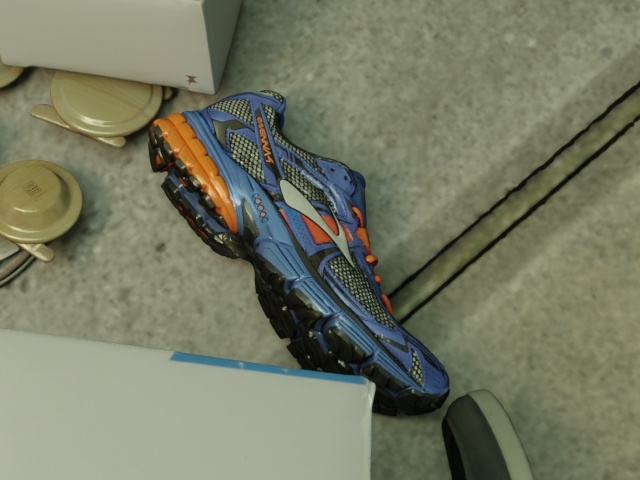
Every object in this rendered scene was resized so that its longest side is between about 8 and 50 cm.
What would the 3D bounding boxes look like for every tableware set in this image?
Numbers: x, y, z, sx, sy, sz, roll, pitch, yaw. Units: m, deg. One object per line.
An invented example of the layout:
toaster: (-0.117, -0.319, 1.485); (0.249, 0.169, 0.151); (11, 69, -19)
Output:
tableware set: (-0.177, -0.066, 0.922); (0.141, 0.020, 0.168); (25, 58, 8)

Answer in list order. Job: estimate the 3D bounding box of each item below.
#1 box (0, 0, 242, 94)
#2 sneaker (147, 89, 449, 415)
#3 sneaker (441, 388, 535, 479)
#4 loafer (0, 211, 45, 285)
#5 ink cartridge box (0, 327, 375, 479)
box: (-0.105, -0.184, 0.925); (0.130, 0.091, 0.170); (9, 61, 6)
sneaker: (0.000, 0.000, 0.877); (0.087, 0.083, 0.221); (-35, 76, -17)
sneaker: (0.058, 0.187, 0.805); (0.118, 0.083, 0.222); (-9, 72, 1)
loafer: (-0.203, 0.010, 0.903); (0.125, 0.039, 0.045); (-34, 73, -8)
ink cartridge box: (-0.100, 0.153, 0.725); (0.171, 0.233, 0.168); (8, 71, -19)
